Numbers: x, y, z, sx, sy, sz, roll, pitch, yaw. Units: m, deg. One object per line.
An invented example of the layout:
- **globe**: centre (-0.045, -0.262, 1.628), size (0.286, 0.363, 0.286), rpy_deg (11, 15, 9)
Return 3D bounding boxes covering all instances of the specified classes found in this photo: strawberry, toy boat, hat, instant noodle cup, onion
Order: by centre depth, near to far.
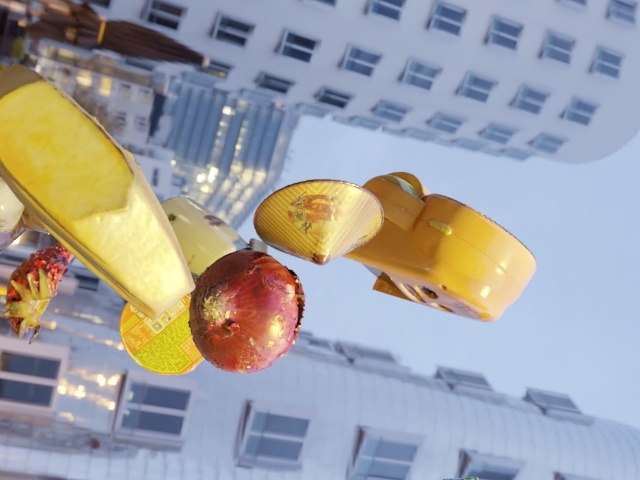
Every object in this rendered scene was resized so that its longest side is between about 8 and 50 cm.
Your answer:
- **toy boat**: centre (-0.135, -0.032, 0.480), size (0.065, 0.172, 0.066), rpy_deg (-38, 168, -14)
- **onion**: centre (-0.115, 0.096, 1.212), size (0.147, 0.183, 0.184), rpy_deg (34, 63, -65)
- **hat**: centre (0.000, 0.000, 1.235), size (0.193, 0.193, 0.082), rpy_deg (126, -33, -46)
- **strawberry**: centre (-0.502, 0.076, 1.514), size (0.167, 0.087, 0.208), rpy_deg (-60, -166, 9)
- **instant noodle cup**: centre (-0.262, 0.141, 1.582), size (0.185, 0.168, 0.169), rpy_deg (-63, 171, -77)

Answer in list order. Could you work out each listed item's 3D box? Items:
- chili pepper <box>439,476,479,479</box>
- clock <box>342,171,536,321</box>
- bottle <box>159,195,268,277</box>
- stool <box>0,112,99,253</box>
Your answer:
- **chili pepper**: centre (0.388, 0.710, 1.948), size (0.213, 0.167, 0.385), rpy_deg (-42, -129, 40)
- **clock**: centre (0.205, 0.023, 1.468), size (0.317, 0.244, 0.200), rpy_deg (26, -97, 39)
- **bottle**: centre (-0.217, 0.066, 1.837), size (0.351, 0.229, 0.229), rpy_deg (31, -70, 30)
- **stool**: centre (-0.314, -0.066, 0.928), size (0.217, 0.125, 0.121), rpy_deg (-44, 161, -53)
